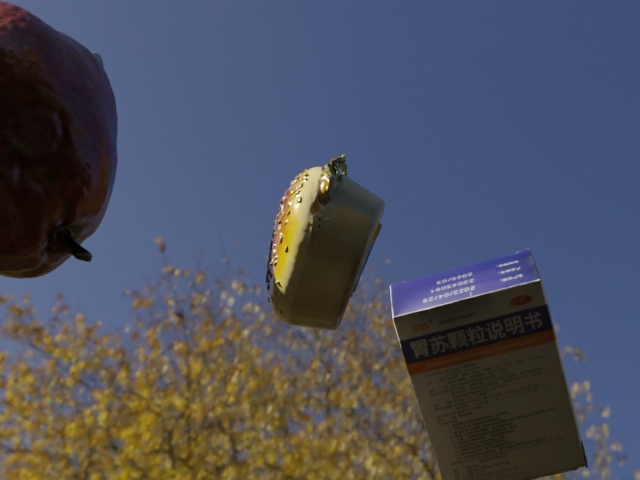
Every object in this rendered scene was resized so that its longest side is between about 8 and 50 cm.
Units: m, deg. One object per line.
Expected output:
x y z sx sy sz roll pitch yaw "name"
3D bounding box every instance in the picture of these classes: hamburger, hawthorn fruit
0.000 0.000 0.939 0.081 0.126 0.141 22 -87 1 "hamburger"
-0.272 -0.072 1.026 0.261 0.224 0.224 60 -38 24 "hawthorn fruit"

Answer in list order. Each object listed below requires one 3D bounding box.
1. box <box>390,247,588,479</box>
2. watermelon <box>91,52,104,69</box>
0.227 0.183 1.613 0.200 0.106 0.299 -15 -69 8 "box"
-0.416 -0.171 1.727 0.232 0.310 0.193 46 -51 -10 "watermelon"
